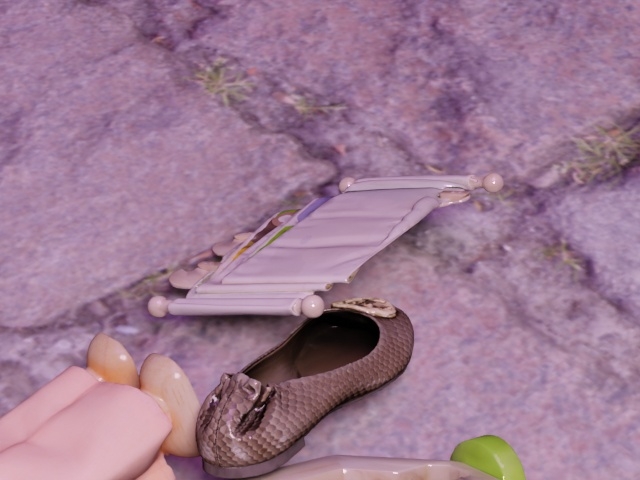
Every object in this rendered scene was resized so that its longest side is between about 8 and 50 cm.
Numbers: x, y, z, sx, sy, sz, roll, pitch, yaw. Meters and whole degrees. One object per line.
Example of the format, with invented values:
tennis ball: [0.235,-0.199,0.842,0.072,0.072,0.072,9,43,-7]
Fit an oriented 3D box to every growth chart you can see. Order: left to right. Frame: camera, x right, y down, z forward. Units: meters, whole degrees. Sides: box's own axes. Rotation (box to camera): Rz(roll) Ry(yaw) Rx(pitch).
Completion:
growth chart: [0.000,0.000,1.264,0.172,0.021,0.237,3,27,43]

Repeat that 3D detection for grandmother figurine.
grandmother figurine: [-0.220,0.183,1.028,0.342,0.104,0.208,-34,23,-32]

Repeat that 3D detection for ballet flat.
ballet flat: [-0.007,0.080,1.138,0.084,0.058,0.250,1,18,29]

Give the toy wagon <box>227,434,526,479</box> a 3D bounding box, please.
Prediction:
toy wagon: [0.057,0.190,0.931,0.267,0.068,0.344,-10,17,-33]
